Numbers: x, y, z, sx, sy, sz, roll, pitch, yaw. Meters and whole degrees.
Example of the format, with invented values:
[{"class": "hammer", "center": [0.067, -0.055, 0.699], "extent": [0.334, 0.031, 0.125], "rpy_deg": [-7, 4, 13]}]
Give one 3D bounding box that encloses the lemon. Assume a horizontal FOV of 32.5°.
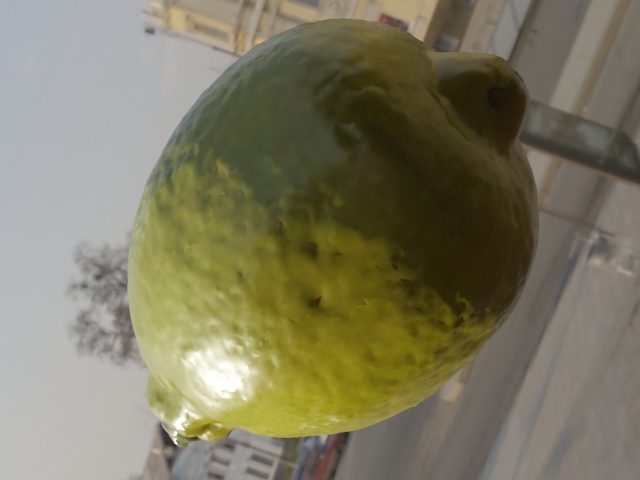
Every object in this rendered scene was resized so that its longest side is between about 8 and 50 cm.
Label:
[{"class": "lemon", "center": [0.000, 0.000, 0.539], "extent": [0.248, 0.184, 0.184], "rpy_deg": [-46, 7, 14]}]
